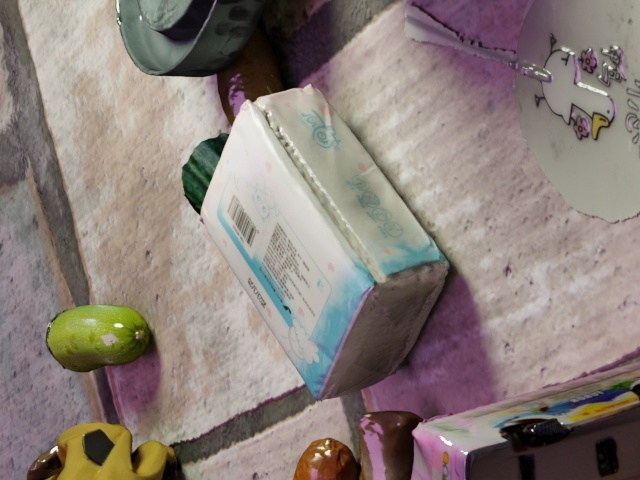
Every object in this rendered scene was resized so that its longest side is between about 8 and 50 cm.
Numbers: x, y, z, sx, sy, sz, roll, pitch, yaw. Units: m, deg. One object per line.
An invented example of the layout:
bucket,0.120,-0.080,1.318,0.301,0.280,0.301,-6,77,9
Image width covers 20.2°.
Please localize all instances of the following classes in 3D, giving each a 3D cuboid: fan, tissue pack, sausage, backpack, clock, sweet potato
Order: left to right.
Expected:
backpack,-0.337,0.418,2.368,0.201,0.353,0.378,27,140,-1
clock,-0.138,-0.336,1.983,0.319,0.066,0.318,-19,68,59
sweet potato,-0.086,-0.189,1.992,0.077,0.077,0.243,-44,64,55
sausage,-0.004,0.303,1.994,0.076,0.076,0.197,46,134,45
tissue pack,-0.001,0.002,1.843,0.271,0.124,0.201,55,140,28
fan,0.188,-0.152,1.601,0.415,0.012,0.233,26,119,54

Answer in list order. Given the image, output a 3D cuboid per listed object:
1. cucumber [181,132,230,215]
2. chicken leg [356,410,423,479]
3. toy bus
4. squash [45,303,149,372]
cucumber,-0.112,-0.054,2.092,0.115,0.062,0.116,44,133,51
chicken leg,0.050,0.373,1.765,0.182,0.295,0.409,1,87,41
toy bus,0.200,0.161,1.410,0.112,0.274,0.090,17,114,58
squash,-0.289,0.125,2.417,0.188,0.095,0.095,-14,86,56
